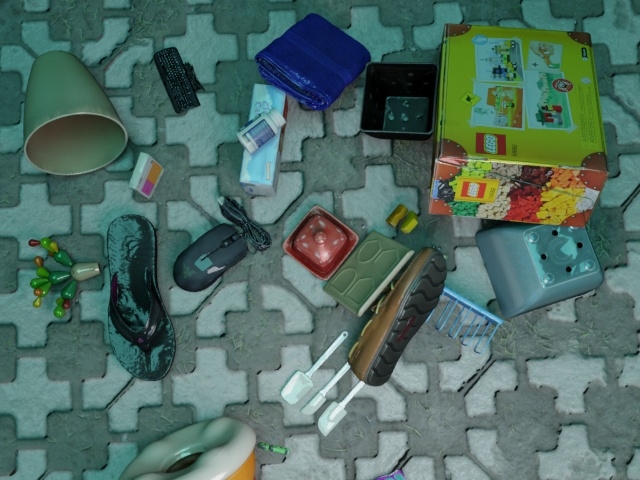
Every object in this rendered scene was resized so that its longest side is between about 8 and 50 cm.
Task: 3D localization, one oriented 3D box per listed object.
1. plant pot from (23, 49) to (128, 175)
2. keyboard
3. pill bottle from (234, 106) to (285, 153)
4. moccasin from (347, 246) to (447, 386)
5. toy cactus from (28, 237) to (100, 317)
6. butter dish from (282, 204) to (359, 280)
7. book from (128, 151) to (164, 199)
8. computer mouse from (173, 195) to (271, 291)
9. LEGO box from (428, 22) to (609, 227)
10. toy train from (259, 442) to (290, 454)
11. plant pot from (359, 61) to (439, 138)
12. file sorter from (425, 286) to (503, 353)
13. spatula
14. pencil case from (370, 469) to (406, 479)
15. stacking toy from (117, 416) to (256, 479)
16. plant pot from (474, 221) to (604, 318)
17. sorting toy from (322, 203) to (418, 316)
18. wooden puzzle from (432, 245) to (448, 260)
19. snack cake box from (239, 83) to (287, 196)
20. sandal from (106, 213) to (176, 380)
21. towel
[{"bbox_3d":[-0.671,-0.358,1.847,0.256,0.256,0.274,-22,67,-2],"label":"plant pot"},{"bbox_3d":[-0.392,-0.456,1.945,0.100,0.038,0.192,-24,83,-3],"label":"keyboard"},{"bbox_3d":[-0.148,-0.277,1.748,0.120,0.067,0.067,-38,83,-4],"label":"pill bottle"},{"bbox_3d":[0.188,0.181,1.767,0.147,0.139,0.380,42,112,47],"label":"moccasin"},{"bbox_3d":[-0.678,0.086,1.848,0.180,0.112,0.219,-13,73,-11],"label":"toy cactus"},{"bbox_3d":[0.000,0.000,1.836,0.160,0.118,0.160,38,85,5],"label":"butter dish"},{"bbox_3d":[-0.460,-0.167,1.850,0.035,0.144,0.096,18,82,3],"label":"book"},{"bbox_3d":[-0.283,0.024,1.858,0.272,0.072,0.188,-43,85,-5],"label":"computer mouse"},{"bbox_3d":[0.468,-0.297,1.715,0.372,0.193,0.500,6,53,7],"label":"LEGO box"},{"bbox_3d":[-0.119,0.539,1.808,0.083,0.024,0.017,12,82,3],"label":"toy train"},{"bbox_3d":[0.217,-0.348,1.848,0.187,0.167,0.188,4,81,15],"label":"plant pot"},{"bbox_3d":[0.361,0.206,1.805,0.170,0.118,0.104,30,87,5],"label":"file sorter"},{"bbox_3d":[0.032,0.365,1.834,0.168,0.019,0.242,42,85,7],"label":"spatula"},{"bbox_3d":[0.145,0.626,1.773,0.151,0.064,0.070,-15,98,-2],"label":"pencil case"},{"bbox_3d":[-0.252,0.707,1.688,0.350,0.350,0.480,-20,100,-2],"label":"stacking toy"},{"bbox_3d":[0.565,0.043,1.757,0.247,0.252,0.247,-18,83,-1],"label":"plant pot"},{"bbox_3d":[0.153,0.047,1.788,0.307,0.229,0.041,-49,117,-6],"label":"sorting toy"},{"bbox_3d":[0.312,0.056,1.880,0.049,0.006,0.083,19,82,3],"label":"wooden puzzle"},{"bbox_3d":[-0.147,-0.262,1.857,0.089,0.152,0.264,7,82,2],"label":"snack cake box"},{"bbox_3d":[-0.489,0.149,1.825,0.167,0.107,0.446,-12,82,-1],"label":"sandal"},{"bbox_3d":[-0.015,-0.472,1.857,0.227,0.076,0.308,36,47,1],"label":"towel"}]
